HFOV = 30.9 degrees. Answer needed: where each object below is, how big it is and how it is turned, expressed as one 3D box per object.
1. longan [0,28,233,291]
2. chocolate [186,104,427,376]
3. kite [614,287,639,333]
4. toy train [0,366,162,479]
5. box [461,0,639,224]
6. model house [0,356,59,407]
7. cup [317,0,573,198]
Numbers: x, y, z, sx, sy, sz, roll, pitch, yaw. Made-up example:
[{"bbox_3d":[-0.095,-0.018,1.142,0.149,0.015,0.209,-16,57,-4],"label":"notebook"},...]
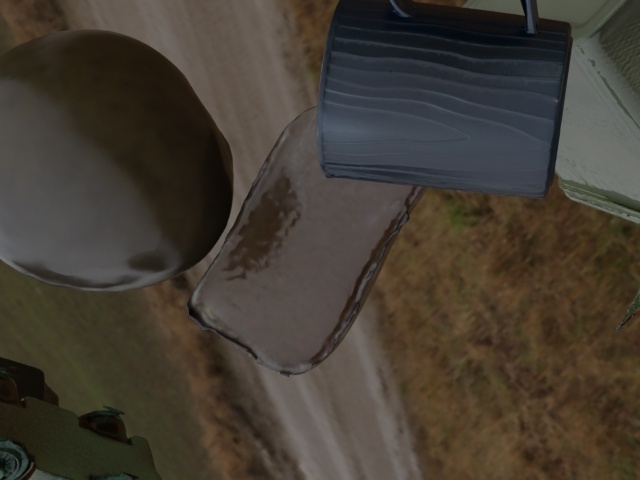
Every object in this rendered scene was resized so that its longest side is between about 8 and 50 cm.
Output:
[{"bbox_3d":[-0.207,-0.073,1.082,0.258,0.258,0.258,43,161,19],"label":"longan"},{"bbox_3d":[0.000,0.001,1.111,0.161,0.261,0.083,36,-171,20],"label":"chocolate"},{"bbox_3d":[0.266,-0.007,0.777,0.006,0.198,0.244,43,179,28],"label":"kite"},{"bbox_3d":[-0.323,0.247,1.252,0.326,0.159,0.129,30,-160,-39],"label":"toy train"},{"bbox_3d":[0.384,-0.197,1.518,0.344,0.177,0.352,48,174,-26],"label":"box"},{"bbox_3d":[-0.540,0.292,1.803,0.243,0.204,0.211,72,-167,-60],"label":"model house"},{"bbox_3d":[0.076,-0.094,0.688,0.138,0.113,0.150,8,152,11],"label":"cup"}]
